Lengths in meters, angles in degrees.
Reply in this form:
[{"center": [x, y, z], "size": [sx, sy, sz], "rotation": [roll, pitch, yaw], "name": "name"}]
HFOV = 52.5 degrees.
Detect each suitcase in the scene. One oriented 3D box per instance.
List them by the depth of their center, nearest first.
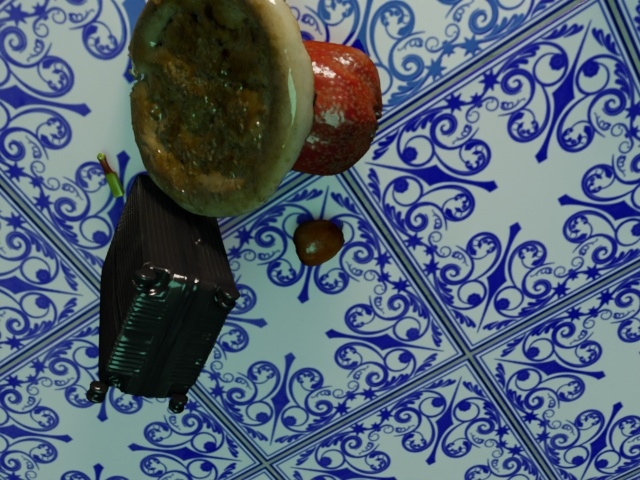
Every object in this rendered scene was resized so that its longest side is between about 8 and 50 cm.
[{"center": [-0.255, 0.065, 1.014], "size": [0.152, 0.335, 0.230], "rotation": [17, 114, -27], "name": "suitcase"}]

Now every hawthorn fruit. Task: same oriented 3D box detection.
[{"center": [-0.033, -0.207, 0.981], "size": [0.253, 0.205, 0.205], "rotation": [15, 114, 3], "name": "hawthorn fruit"}, {"center": [0.000, 0.000, 1.140], "size": [0.093, 0.081, 0.081], "rotation": [-15, 115, 4], "name": "hawthorn fruit"}]

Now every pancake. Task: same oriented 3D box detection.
[{"center": [-0.165, -0.207, 0.928], "size": [0.382, 0.071, 0.383], "rotation": [13, 110, 39], "name": "pancake"}]

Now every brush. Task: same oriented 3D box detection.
[{"center": [-0.356, -0.113, 1.101], "size": [0.018, 0.021, 0.083], "rotation": [-14, 121, 6], "name": "brush"}]
